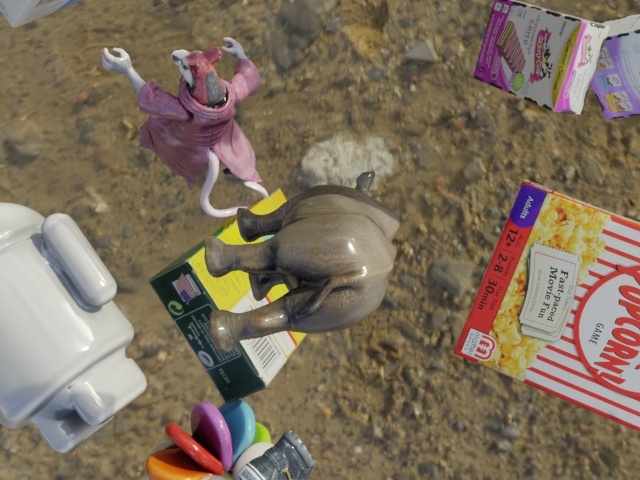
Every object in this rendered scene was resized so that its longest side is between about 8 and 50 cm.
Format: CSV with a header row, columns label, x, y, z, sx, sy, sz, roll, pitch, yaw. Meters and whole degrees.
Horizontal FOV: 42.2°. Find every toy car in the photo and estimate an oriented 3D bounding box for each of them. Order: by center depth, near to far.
label,x,y,z,sx,sy,sz,roll,pitch,yaw
toy car,-0.150,0.282,1.109,0.182,0.159,0.136,-28,120,-30

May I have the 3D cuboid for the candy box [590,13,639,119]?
label,x,y,z,sx,sy,sz,roll,pitch,yaw
candy box,0.567,-0.307,1.442,0.196,0.070,0.165,-2,129,50

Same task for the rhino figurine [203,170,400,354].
label,x,y,z,sx,sy,sz,roll,pitch,yaw
rhino figurine,0.000,0.000,0.551,0.106,0.243,0.073,-11,103,9

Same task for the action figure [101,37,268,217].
label,x,y,z,sx,sy,sz,roll,pitch,yaw
action figure,-0.215,-0.201,1.420,0.248,0.370,0.275,-17,79,-15

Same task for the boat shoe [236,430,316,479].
label,x,y,z,sx,sy,sz,roll,pitch,yaw
boat shoe,-0.042,0.296,1.014,0.083,0.065,0.183,-39,153,-17

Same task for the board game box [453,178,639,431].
label,x,y,z,sx,sy,sz,roll,pitch,yaw
board game box,0.220,0.055,0.636,0.194,0.045,0.146,21,103,13

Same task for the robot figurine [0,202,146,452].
label,x,y,z,sx,sy,sz,roll,pitch,yaw
robot figurine,-0.384,0.096,1.067,0.300,0.200,0.353,-40,88,22

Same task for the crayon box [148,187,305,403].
label,x,y,z,sx,sy,sz,roll,pitch,yaw
crayon box,-0.095,0.068,1.218,0.081,0.318,0.202,-26,99,28

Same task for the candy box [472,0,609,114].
label,x,y,z,sx,sy,sz,roll,pitch,yaw
candy box,0.387,-0.335,1.489,0.071,0.233,0.159,0,113,-31

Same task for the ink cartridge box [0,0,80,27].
label,x,y,z,sx,sy,sz,roll,pitch,yaw
ink cartridge box,-0.358,-0.398,1.150,0.203,0.148,0.086,-26,101,46
